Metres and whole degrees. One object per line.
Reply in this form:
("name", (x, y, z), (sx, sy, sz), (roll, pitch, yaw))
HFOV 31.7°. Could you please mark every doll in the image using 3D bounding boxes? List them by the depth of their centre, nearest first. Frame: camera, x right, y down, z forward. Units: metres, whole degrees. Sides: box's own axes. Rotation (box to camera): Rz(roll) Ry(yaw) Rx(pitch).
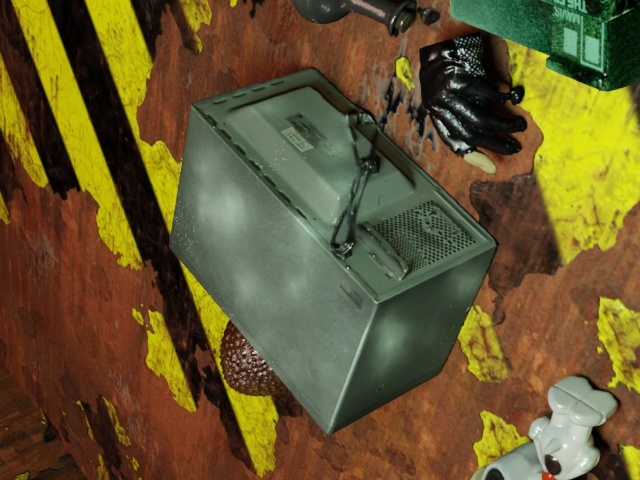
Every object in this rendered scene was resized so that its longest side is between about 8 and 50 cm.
("doll", (0.307, 0.306, 1.549), (0.208, 0.144, 0.271), (15, 115, 43))

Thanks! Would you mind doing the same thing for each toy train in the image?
("toy train", (0.248, -0.287, 1.239), (0.330, 0.138, 0.178), (34, 144, 45))

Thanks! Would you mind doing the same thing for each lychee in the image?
("lychee", (-0.088, 0.182, 1.980), (0.194, 0.194, 0.194), (33, 135, 40))

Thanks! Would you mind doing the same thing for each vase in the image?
("vase", (0.045, -0.334, 1.530), (0.183, 0.120, 0.120), (32, 136, 19))

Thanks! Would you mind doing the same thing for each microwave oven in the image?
("microwave oven", (0.000, 0.000, 1.675), (0.432, 0.236, 0.374), (47, 143, 26))

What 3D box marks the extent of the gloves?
("gloves", (0.184, -0.166, 1.430), (0.129, 0.106, 0.180), (-7, 101, 54))
